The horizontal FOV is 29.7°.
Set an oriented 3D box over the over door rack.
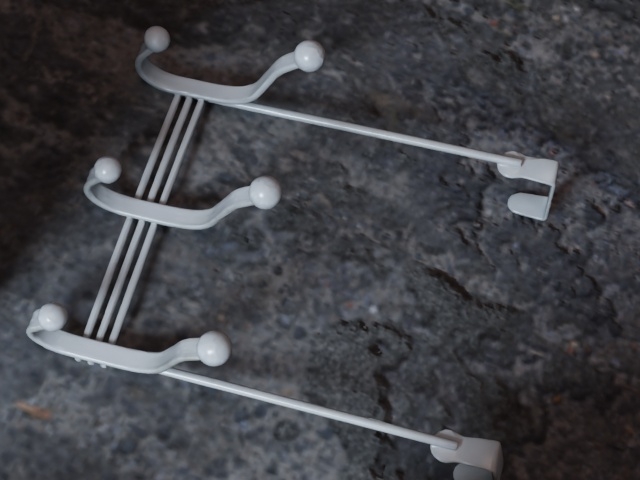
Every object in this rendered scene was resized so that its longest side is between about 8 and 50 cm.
[{"bbox_3d":[0.000,0.000,0.803,0.324,0.108,0.239,18,65,-3],"label":"over door rack"}]
